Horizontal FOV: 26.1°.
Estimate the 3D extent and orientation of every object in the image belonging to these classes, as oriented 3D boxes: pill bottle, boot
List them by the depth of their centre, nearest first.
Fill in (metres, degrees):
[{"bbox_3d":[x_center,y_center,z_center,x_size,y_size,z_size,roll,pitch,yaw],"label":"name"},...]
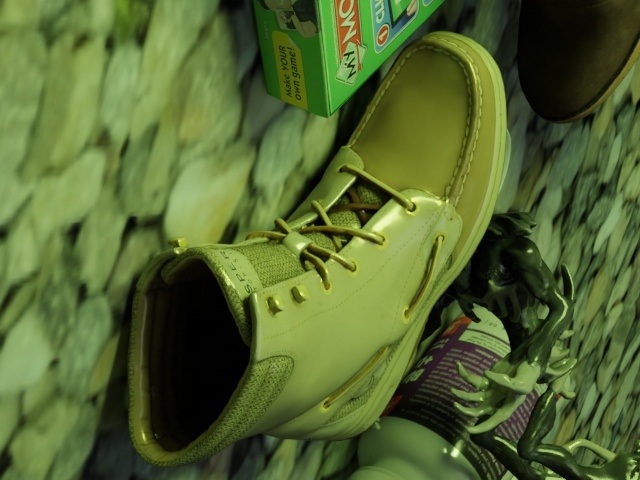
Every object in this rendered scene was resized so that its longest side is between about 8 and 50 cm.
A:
[{"bbox_3d":[0.000,0.000,0.762,0.203,0.095,0.262,2,115,-60],"label":"boot"},{"bbox_3d":[0.114,-0.181,0.767,0.206,0.090,0.249,-9,120,-45],"label":"boot"},{"bbox_3d":[0.095,0.148,1.025,0.193,0.108,0.108,-46,147,-34],"label":"pill bottle"}]

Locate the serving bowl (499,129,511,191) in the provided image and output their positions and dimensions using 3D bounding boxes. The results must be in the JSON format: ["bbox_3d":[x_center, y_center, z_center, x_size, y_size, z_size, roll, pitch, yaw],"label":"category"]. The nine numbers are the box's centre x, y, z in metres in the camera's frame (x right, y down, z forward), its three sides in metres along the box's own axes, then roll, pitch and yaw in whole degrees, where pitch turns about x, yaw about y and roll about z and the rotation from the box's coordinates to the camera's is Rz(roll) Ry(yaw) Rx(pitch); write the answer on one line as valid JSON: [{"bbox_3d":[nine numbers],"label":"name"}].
[{"bbox_3d":[0.102,-0.047,0.975,0.083,0.027,0.083,-40,142,-40],"label":"serving bowl"}]

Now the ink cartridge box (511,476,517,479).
[{"bbox_3d":[0.124,0.264,1.217,0.104,0.060,0.180,-33,138,-46],"label":"ink cartridge box"}]

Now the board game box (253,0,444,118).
[{"bbox_3d":[0.034,-0.246,0.681,0.213,0.046,0.317,-46,146,-33],"label":"board game box"}]

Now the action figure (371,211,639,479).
[{"bbox_3d":[0.104,0.078,0.891,0.141,0.164,0.276,-33,99,-26],"label":"action figure"}]
